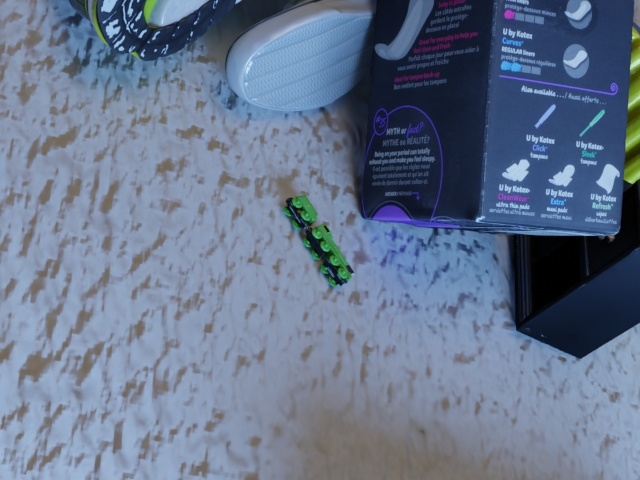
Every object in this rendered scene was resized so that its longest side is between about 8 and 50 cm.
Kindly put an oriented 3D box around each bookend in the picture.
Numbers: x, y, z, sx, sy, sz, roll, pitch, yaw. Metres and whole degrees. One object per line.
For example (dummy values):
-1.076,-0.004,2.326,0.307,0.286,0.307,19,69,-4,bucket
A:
0.235,-0.010,1.194,0.072,0.157,0.156,24,50,-25,bookend

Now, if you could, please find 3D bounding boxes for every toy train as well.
0.000,0.000,1.132,0.024,0.017,0.083,-17,70,-51,toy train

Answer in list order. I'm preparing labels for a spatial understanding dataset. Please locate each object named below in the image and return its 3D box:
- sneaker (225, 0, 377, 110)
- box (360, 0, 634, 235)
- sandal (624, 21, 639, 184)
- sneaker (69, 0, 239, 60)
0.007,-0.182,1.228,0.258,0.094,0.091,-25,47,-39,sneaker
0.141,-0.142,1.148,0.143,0.165,0.270,4,89,-32,box
0.305,-0.072,1.325,0.138,0.126,0.317,7,56,-52,sandal
-0.080,-0.250,1.156,0.300,0.111,0.121,-29,46,-31,sneaker
